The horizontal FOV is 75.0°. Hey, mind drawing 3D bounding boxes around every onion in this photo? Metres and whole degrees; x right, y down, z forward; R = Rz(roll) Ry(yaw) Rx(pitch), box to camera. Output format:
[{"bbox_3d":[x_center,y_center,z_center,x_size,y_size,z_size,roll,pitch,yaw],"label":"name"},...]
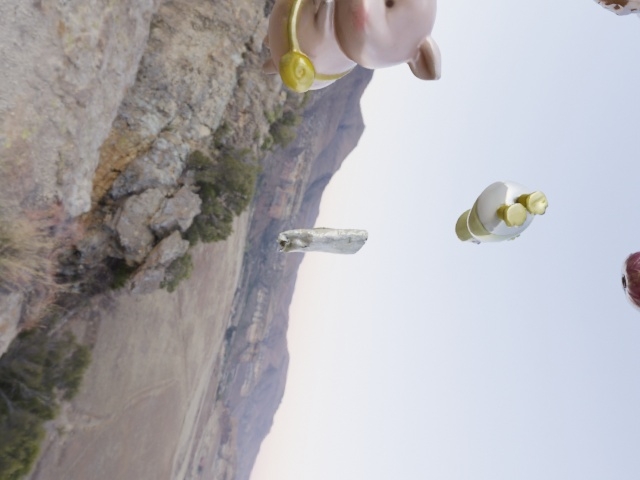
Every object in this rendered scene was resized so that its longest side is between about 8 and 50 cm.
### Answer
[{"bbox_3d":[1.013,0.140,1.265,0.207,0.201,0.200,92,6,-57],"label":"onion"}]

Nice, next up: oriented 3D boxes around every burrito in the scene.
[{"bbox_3d":[0.000,0.000,1.044,0.087,0.226,0.060,111,-24,-56],"label":"burrito"}]

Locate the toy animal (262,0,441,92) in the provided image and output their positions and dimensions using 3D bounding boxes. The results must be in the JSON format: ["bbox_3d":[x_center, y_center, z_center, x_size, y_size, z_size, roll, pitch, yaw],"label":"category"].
[{"bbox_3d":[0.025,-0.276,0.543,0.149,0.248,0.165,-7,95,-64],"label":"toy animal"}]

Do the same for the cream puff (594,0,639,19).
[{"bbox_3d":[0.210,-0.213,0.180,0.241,0.269,0.154,-15,-129,52],"label":"cream puff"}]

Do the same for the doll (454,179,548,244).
[{"bbox_3d":[0.374,-0.042,0.909,0.141,0.117,0.296,-34,167,-5],"label":"doll"}]
